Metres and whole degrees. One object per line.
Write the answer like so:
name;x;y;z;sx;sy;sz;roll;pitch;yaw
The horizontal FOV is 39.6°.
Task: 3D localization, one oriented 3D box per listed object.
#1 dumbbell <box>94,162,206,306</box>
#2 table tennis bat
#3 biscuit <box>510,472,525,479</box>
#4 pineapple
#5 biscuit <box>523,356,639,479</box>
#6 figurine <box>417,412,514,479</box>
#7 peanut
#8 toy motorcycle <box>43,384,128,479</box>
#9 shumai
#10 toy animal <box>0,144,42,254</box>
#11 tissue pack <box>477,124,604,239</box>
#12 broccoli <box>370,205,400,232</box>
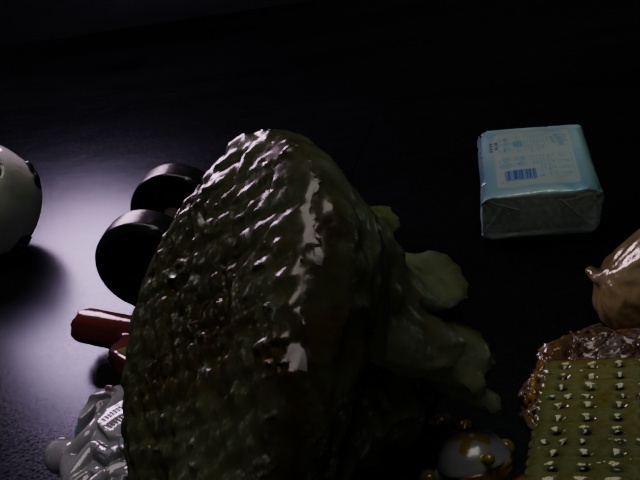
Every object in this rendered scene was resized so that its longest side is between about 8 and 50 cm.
dumbbell;-0.243;-0.011;1.380;0.152;0.152;0.218;-4;29;12
table tennis bat;-0.163;0.134;1.138;0.414;0.051;0.268;5;11;35
biscuit;0.249;0.295;0.712;0.296;0.102;0.296;-11;27;6
pineapple;0.318;0.156;0.972;0.224;0.076;0.225;-10;29;6
biscuit;0.269;0.172;0.837;0.139;0.016;0.231;-5;22;23
figurine;0.151;0.218;0.929;0.101;0.068;0.143;-12;15;9
peanut;0.474;0.028;1.067;0.291;0.159;0.143;-9;54;2
toy motorcycle;-0.229;0.240;0.977;0.170;0.110;0.260;-6;28;20
shumai;0.005;0.117;0.857;0.323;0.398;0.324;16;-15;-36
toy animal;-0.634;-0.073;1.573;0.266;0.213;0.212;1;30;33
tissue pack;0.340;-0.096;1.408;0.177;0.089;0.263;-4;27;10
broccoli;-0.030;0.013;1.276;0.254;0.186;0.302;13;2;7
